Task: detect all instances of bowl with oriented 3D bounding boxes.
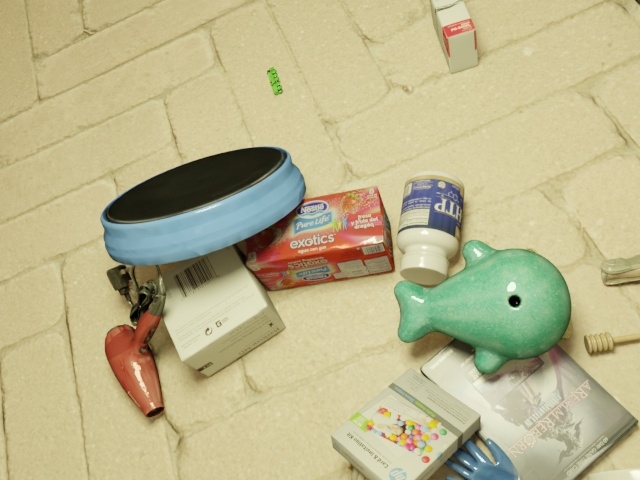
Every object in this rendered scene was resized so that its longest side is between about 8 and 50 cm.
[{"bbox_3d":[-0.222,-0.081,1.131,0.392,0.077,0.391,-14,23,6],"label":"bowl"}]

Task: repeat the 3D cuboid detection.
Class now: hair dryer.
[{"bbox_3d":[-0.341,0.181,1.099,0.224,0.080,0.293,-5,96,56],"label":"hair dryer"}]

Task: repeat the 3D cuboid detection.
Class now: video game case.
[{"bbox_3d":[0.323,0.246,0.960,0.196,0.026,0.274,-39,59,-5],"label":"video game case"}]

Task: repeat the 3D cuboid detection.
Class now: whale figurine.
[{"bbox_3d":[0.249,0.102,0.941,0.272,0.141,0.216,-4,81,13],"label":"whale figurine"}]

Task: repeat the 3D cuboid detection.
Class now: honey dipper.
[{"bbox_3d":[0.505,0.153,0.949,0.161,0.030,0.030,-10,62,9],"label":"honey dipper"}]

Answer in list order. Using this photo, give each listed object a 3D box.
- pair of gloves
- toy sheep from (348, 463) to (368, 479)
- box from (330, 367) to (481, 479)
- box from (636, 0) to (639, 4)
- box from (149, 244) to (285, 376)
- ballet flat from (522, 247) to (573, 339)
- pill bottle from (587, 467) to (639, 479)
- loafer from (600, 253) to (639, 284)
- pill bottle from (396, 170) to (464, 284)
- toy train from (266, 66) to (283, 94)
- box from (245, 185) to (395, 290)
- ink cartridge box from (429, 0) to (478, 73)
[{"bbox_3d":[0.225,0.402,0.898,0.159,0.023,0.198,38,87,30],"label":"pair of gloves"},{"bbox_3d":[0.099,0.370,0.930,0.132,0.091,0.091,23,72,43],"label":"toy sheep"},{"bbox_3d":[0.132,0.295,0.925,0.186,0.038,0.145,-32,41,-28],"label":"box"},{"bbox_3d":[0.749,-0.503,1.196,0.191,0.045,0.184,-24,58,5],"label":"box"},{"bbox_3d":[-0.193,0.122,1.122,0.181,0.119,0.182,-33,60,-1],"label":"box"},{"bbox_3d":[0.372,0.087,1.008,0.057,0.052,0.168,-21,60,5],"label":"ballet flat"},{"bbox_3d":[0.435,0.438,0.751,0.162,0.162,0.278,-8,63,13],"label":"pill bottle"},{"bbox_3d":[0.531,0.048,0.994,0.125,0.039,0.045,-7,29,10],"label":"loafer"},{"bbox_3d":[0.196,-0.021,1.081,0.112,0.112,0.186,3,66,18],"label":"pill bottle"},{"bbox_3d":[-0.108,-0.375,1.406,0.024,0.017,0.083,-27,59,14],"label":"toy train"},{"bbox_3d":[0.000,0.000,1.120,0.257,0.128,0.122,-10,60,12],"label":"box"},{"bbox_3d":[0.282,-0.452,1.273,0.063,0.109,0.150,-16,61,10],"label":"ink cartridge box"}]
